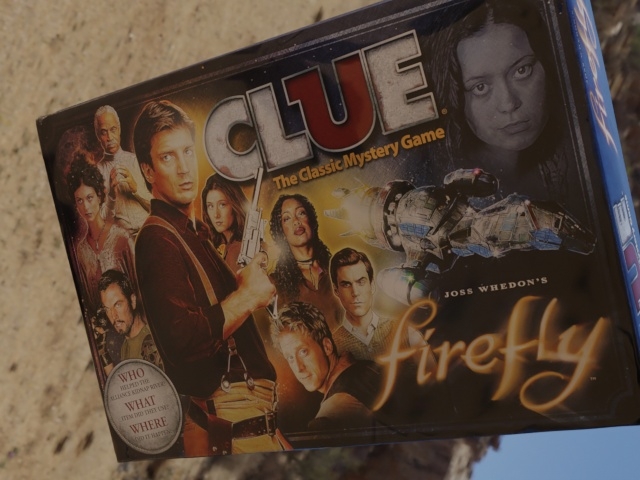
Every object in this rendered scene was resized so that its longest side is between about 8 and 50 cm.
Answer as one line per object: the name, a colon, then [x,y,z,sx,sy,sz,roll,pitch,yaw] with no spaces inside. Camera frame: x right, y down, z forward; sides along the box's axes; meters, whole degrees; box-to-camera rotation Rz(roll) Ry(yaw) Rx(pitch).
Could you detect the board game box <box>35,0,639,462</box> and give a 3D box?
board game box: [0.000,0.000,0.380,0.042,0.243,0.165,-17,94,-60]
